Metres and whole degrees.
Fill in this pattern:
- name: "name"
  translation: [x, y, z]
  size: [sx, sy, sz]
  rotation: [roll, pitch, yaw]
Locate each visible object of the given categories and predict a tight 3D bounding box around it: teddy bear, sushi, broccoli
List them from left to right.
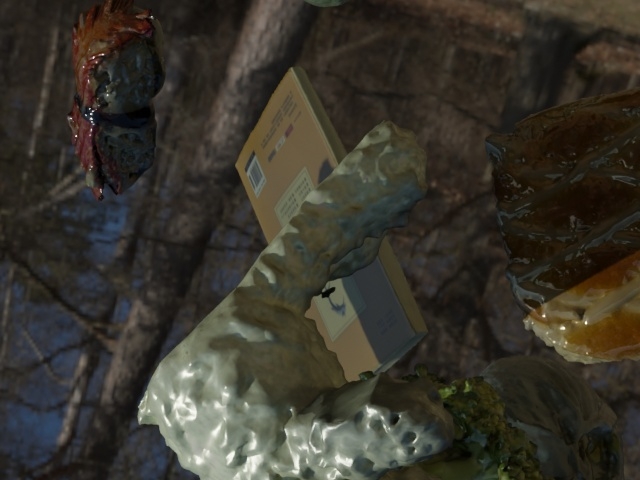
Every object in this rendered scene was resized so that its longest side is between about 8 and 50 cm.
- name: "sushi"
  translation: [-0.300, -0.212, 1.713]
  size: [0.130, 0.332, 0.124]
  rotation: [-17, -134, -28]
- name: "teddy bear"
  translation: [0.053, 0.168, 0.935]
  size: [0.362, 0.327, 0.375]
  rotation: [42, -112, 5]
- name: "broccoli"
  translation: [0.104, 0.251, 1.200]
  size: [0.263, 0.247, 0.243]
  rotation: [34, -177, 23]

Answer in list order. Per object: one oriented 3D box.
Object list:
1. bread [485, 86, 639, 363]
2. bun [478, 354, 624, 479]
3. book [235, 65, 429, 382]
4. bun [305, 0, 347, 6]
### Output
- name: "bread"
  translation: [0.472, -0.032, 1.631]
  size: [0.390, 0.371, 0.279]
  rotation: [-11, 180, 25]
- name: "bun"
  translation: [0.382, 0.368, 1.954]
  size: [0.362, 0.361, 0.211]
  rotation: [-5, 172, -36]
- name: "book"
  translation: [0.000, 0.000, 1.522]
  size: [0.032, 0.269, 0.388]
  rotation: [-15, -108, -28]
- name: "bun"
  translation: [0.004, -0.435, 1.594]
  size: [0.127, 0.212, 0.204]
  rotation: [-20, -158, 40]
